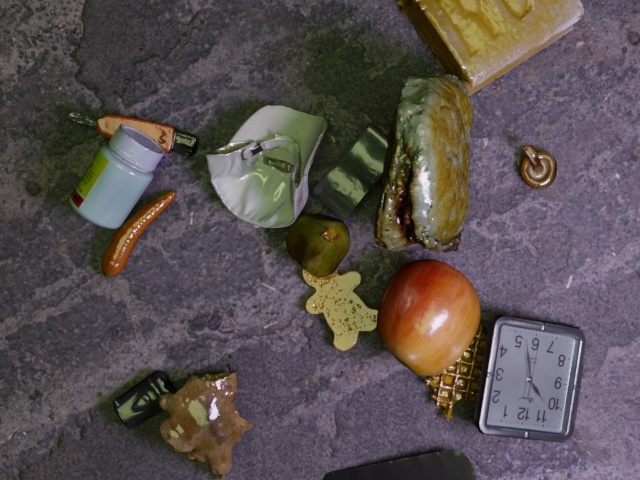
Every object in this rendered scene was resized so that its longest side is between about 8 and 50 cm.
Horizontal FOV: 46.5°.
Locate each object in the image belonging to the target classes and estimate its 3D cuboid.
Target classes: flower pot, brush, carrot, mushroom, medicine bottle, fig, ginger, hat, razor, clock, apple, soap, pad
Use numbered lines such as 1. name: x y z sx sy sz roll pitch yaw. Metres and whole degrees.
1. flower pot: 0.089 -0.161 1.779 0.108 0.103 0.229 42 91 3
2. brush: -0.460 -0.270 1.832 0.323 0.051 0.070 15 96 0
3. carrot: -0.454 -0.024 1.817 0.066 0.062 0.271 32 88 16
4. mushroom: 0.512 -0.186 1.774 0.088 0.073 0.129 -27 122 15
5. medicine bottle: -0.480 -0.149 1.764 0.139 0.139 0.225 37 102 3
6. fig: 0.000 0.000 1.729 0.144 0.165 0.154 22 63 -18
7. ginger: -0.267 0.447 1.760 0.219 0.123 0.270 -10 87 -20
8. hat: -0.100 -0.186 1.784 0.258 0.168 0.301 23 65 23
9. razor: -0.425 0.386 1.804 0.148 0.054 0.090 -33 87 -1
10. clock: 0.488 0.321 1.737 0.273 0.049 0.279 12 86 -22
11. apple: 0.232 0.172 1.690 0.242 0.242 0.241 33 77 3
12. soap: 0.399 -0.546 1.757 0.335 0.156 0.293 -31 86 -1
13. pad: 0.195 0.608 1.792 0.375 0.063 0.315 -14 89 12

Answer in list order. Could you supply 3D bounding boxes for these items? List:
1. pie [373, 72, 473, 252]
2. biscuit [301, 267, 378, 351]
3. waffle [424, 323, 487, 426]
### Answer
1. pie: 0.231 -0.180 1.647 0.180 0.395 0.418 7 93 23
2. biscuit: 0.041 0.140 1.802 0.158 0.035 0.240 -32 81 0
3. waffle: 0.363 0.320 1.780 0.228 0.051 0.231 -30 87 1
